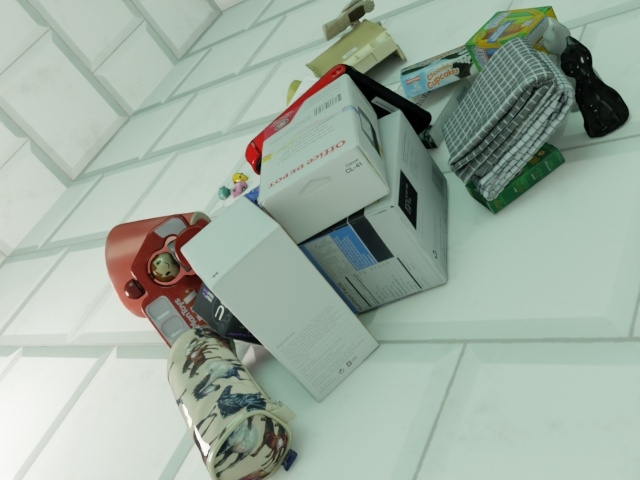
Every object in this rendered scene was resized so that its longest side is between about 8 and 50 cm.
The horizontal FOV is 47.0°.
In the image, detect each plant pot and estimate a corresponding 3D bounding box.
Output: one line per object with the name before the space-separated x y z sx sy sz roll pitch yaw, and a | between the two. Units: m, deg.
plant pot | -0.043 -0.457 2.420 0.095 0.134 0.134 8 48 20
plant pot | -0.403 0.050 1.992 0.243 0.275 0.275 -18 34 15

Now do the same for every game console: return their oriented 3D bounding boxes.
game console | 0.044 -0.244 1.744 0.342 0.386 0.060 -42 59 25

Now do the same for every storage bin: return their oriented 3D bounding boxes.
storage bin | 0.113 -0.579 2.403 0.262 0.123 0.260 -37 30 3

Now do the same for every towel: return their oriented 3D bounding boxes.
towel | 0.363 -0.256 1.501 0.284 0.121 0.235 -52 22 26

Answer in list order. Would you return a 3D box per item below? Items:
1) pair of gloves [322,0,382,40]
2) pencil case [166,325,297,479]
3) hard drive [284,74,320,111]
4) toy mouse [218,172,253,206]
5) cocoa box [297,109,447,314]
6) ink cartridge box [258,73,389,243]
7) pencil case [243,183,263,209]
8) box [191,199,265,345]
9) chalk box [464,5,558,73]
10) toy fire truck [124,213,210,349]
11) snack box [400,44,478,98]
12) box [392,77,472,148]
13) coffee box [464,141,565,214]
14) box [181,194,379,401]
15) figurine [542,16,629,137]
pair of gloves | 0.109 -0.723 2.514 0.204 0.240 0.042 -37 65 2
pencil case | -0.187 0.311 1.459 0.183 0.160 0.410 -34 29 -10
hard drive | -0.074 -0.354 2.273 0.319 0.040 0.210 -59 30 4
toy mouse | -0.285 -0.167 2.363 0.161 0.031 0.143 1 48 49
cocoa box | 0.118 -0.062 1.560 0.228 0.231 0.347 -23 34 26
ink cartridge box | 0.003 -0.167 1.464 0.226 0.131 0.306 -29 34 19
pencil case | -0.077 -0.168 2.031 0.306 0.119 0.133 -42 -11 -6
box | -0.144 0.072 1.612 0.165 0.143 0.270 29 98 51
chalk box | 0.435 -0.441 1.691 0.132 0.132 0.213 -48 32 -18
toy fire truck | -0.328 0.104 1.775 0.254 0.302 0.169 -37 8 -6
snack box | 0.368 -0.468 1.927 0.322 0.060 0.187 -19 18 13
box | 0.227 -0.329 1.991 0.322 0.058 0.232 -3 45 47
coffee box | 0.405 -0.140 1.545 0.184 0.040 0.113 -38 29 1
box | -0.078 0.111 1.425 0.168 0.345 0.215 -42 30 -6
figurine | 0.533 -0.351 1.523 0.092 0.209 0.215 -29 30 16
